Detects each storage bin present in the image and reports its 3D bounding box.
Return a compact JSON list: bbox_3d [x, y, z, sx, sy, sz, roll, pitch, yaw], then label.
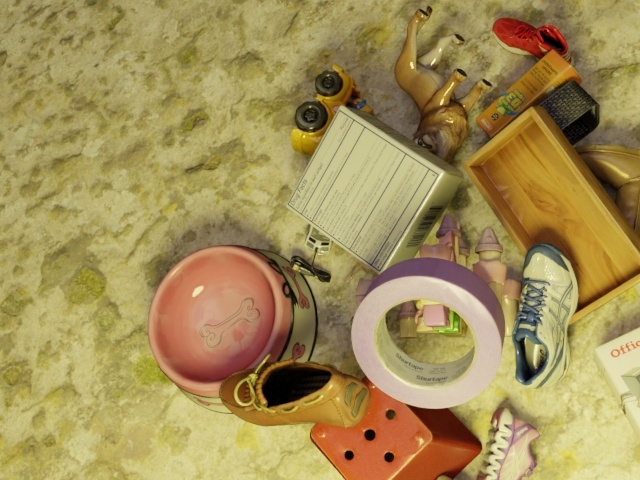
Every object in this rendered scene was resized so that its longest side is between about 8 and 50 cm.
[{"bbox_3d":[0.521,-0.254,1.771,0.180,0.122,0.084,-38,64,4],"label":"storage bin"}]

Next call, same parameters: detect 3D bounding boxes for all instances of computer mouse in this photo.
[{"bbox_3d":[0.000,0.000,1.907,0.106,0.042,0.192,18,74,3],"label":"computer mouse"}]

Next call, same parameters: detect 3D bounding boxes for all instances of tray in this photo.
[{"bbox_3d":[0.493,-0.055,1.658,0.203,0.076,0.410,-42,71,34],"label":"tray"}]

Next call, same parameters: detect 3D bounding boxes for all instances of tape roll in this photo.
[{"bbox_3d":[0.200,0.173,1.479,0.275,0.090,0.274,6,113,15],"label":"tape roll"}]

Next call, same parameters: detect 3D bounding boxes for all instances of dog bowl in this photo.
[{"bbox_3d":[-0.221,0.192,1.863,0.408,0.150,0.407,-6,69,17],"label":"dog bowl"}]

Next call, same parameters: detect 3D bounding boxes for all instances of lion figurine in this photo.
[{"bbox_3d":[0.259,-0.357,1.896,0.240,0.142,0.392,-53,38,39],"label":"lion figurine"}]

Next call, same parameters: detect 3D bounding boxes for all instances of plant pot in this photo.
[{"bbox_3d":[0.131,0.404,1.618,0.267,0.236,0.267,-44,64,0],"label":"plant pot"}]

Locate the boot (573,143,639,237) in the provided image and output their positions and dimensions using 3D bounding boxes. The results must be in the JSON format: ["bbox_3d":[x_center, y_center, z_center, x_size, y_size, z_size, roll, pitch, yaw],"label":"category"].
[{"bbox_3d":[0.630,-0.064,1.688,0.236,0.089,0.269,7,76,22],"label":"boot"}]

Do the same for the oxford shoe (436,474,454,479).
[{"bbox_3d":[0.196,0.627,1.586,0.348,0.123,0.130,-55,43,9],"label":"oxford shoe"}]

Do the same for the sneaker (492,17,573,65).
[{"bbox_3d":[0.494,-0.484,1.857,0.221,0.128,0.087,35,85,24],"label":"sneaker"}]

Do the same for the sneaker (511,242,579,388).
[{"bbox_3d":[0.444,0.154,1.597,0.112,0.131,0.296,-1,93,40],"label":"sneaker"}]

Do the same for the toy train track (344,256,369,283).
[{"bbox_3d":[0.087,0.068,1.874,0.048,0.014,0.083,41,94,19],"label":"toy train track"}]

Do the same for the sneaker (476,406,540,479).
[{"bbox_3d":[0.377,0.461,1.599,0.105,0.095,0.236,17,83,0],"label":"sneaker"}]

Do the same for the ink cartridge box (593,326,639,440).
[{"bbox_3d":[0.681,0.293,1.530,0.198,0.115,0.272,-28,65,8],"label":"ink cartridge box"}]

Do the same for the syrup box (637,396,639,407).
[{"bbox_3d":[0.670,0.213,1.444,0.093,0.096,0.236,25,81,25],"label":"syrup box"}]

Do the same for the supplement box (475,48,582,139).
[{"bbox_3d":[0.470,-0.317,1.806,0.233,0.080,0.078,-44,50,17],"label":"supplement box"}]

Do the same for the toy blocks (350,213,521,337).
[{"bbox_3d":[0.249,0.063,1.668,0.309,0.288,0.259,-4,77,20],"label":"toy blocks"}]

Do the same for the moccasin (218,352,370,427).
[{"bbox_3d":[-0.080,0.295,1.573,0.380,0.147,0.139,-3,49,51],"label":"moccasin"}]

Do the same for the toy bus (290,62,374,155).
[{"bbox_3d":[0.060,-0.289,1.944,0.212,0.149,0.220,26,79,12],"label":"toy bus"}]

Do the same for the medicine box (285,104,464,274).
[{"bbox_3d":[0.117,-0.112,1.761,0.289,0.149,0.263,37,108,21],"label":"medicine box"}]
